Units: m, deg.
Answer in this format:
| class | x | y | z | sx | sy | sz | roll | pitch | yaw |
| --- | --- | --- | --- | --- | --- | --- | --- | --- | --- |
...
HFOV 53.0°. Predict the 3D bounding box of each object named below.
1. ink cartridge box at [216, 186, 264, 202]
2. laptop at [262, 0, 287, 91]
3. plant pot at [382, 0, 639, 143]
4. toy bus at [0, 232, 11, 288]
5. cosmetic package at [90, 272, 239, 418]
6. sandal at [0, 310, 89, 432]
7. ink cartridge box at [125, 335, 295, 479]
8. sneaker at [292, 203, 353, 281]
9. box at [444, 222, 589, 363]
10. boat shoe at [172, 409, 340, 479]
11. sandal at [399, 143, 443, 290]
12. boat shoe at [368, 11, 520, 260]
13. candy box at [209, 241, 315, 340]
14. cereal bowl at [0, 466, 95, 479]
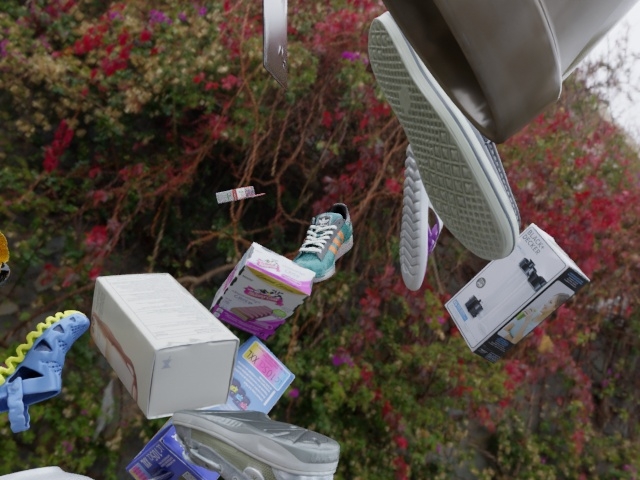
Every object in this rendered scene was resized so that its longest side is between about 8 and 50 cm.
| class | x | y | z | sx | sy | sz | roll | pitch | yaw |
| --- | --- | --- | --- | --- | --- | --- | --- | --- | --- |
| ink cartridge box | -0.204 | -0.119 | 1.640 | 0.115 | 0.029 | 0.063 | -8 | 5 | 39 |
| laptop | -0.214 | -0.624 | 1.661 | 0.408 | 0.236 | 0.382 | 35 | 6 | 2 |
| plant pot | 0.185 | -0.295 | 0.563 | 0.323 | 0.280 | 0.323 | 54 | 10 | -14 |
| toy bus | -0.771 | 0.077 | 1.315 | 0.212 | 0.220 | 0.149 | 6 | -37 | -3 |
| cosmetic package | -0.283 | 0.171 | 1.128 | 0.153 | 0.129 | 0.296 | 0 | 19 | -36 |
| sandal | -0.614 | 0.291 | 1.395 | 0.138 | 0.317 | 0.126 | 33 | -28 | 9 |
| ink cartridge box | -0.263 | 0.431 | 1.441 | 0.151 | 0.395 | 0.270 | 43 | -44 | -2 |
| sneaker | 0.000 | 0.000 | 1.571 | 0.108 | 0.302 | 0.121 | 4 | -66 | 19 |
| box | 0.441 | 0.121 | 1.472 | 0.087 | 0.169 | 0.290 | 31 | -67 | -32 |
| boat shoe | -0.099 | 0.279 | 0.827 | 0.118 | 0.103 | 0.320 | 14 | -11 | -40 |
| sandal | 0.284 | -0.066 | 1.721 | 0.102 | 0.416 | 0.169 | 0 | 9 | -8 |
| boat shoe | 0.237 | -0.202 | 1.115 | 0.156 | 0.500 | 0.186 | -14 | -24 | -16 |
| candy box | -0.136 | 0.122 | 1.455 | 0.159 | 0.071 | 0.233 | 26 | -44 | -13 |
| cereal bowl | -0.583 | 0.530 | 1.245 | 0.339 | 0.141 | 0.339 | -15 | -19 | -5 |
